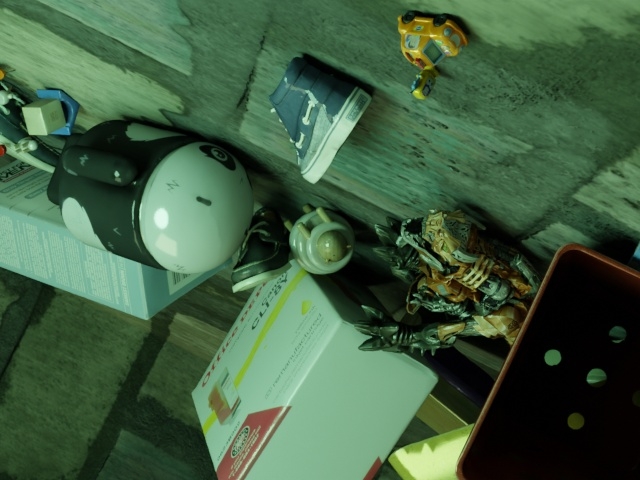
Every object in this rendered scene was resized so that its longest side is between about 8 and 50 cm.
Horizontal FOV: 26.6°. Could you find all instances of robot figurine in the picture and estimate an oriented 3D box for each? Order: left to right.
[{"bbox_3d":[-0.213,-0.060,1.703,0.278,0.209,0.174,16,121,36],"label":"robot figurine"}]

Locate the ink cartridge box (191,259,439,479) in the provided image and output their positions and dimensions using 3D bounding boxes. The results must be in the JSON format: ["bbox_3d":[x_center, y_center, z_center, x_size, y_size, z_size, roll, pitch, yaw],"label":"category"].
[{"bbox_3d":[-0.025,0.197,1.840,0.160,0.279,0.385,30,-174,-17],"label":"ink cartridge box"}]

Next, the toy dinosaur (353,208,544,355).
[{"bbox_3d":[0.167,0.068,1.571,0.218,0.164,0.322,-4,130,32],"label":"toy dinosaur"}]

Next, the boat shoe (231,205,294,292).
[{"bbox_3d":[-0.081,0.012,1.752,0.233,0.084,0.079,-63,-50,-75],"label":"boat shoe"}]

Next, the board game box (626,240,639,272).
[{"bbox_3d":[0.351,0.026,1.330,0.090,0.020,0.090,24,167,10],"label":"board game box"}]

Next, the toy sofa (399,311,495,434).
[{"bbox_3d":[0.239,0.254,1.963,0.362,0.177,0.150,38,155,7],"label":"toy sofa"}]

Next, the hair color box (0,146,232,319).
[{"bbox_3d":[-0.330,-0.020,1.954,0.374,0.185,0.114,17,124,33],"label":"hair color box"}]

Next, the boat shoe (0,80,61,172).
[{"bbox_3d":[-0.454,-0.179,1.864,0.254,0.079,0.095,33,167,-20],"label":"boat shoe"}]

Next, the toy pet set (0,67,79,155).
[{"bbox_3d":[-0.383,-0.178,1.792,0.114,0.065,0.122,5,117,34],"label":"toy pet set"}]

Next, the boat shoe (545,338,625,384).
[{"bbox_3d":[0.350,0.159,1.690,0.227,0.081,0.068,5,151,49],"label":"boat shoe"}]

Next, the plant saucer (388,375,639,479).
[{"bbox_3d":[0.303,0.326,1.711,0.332,0.081,0.333,-23,136,20],"label":"plant saucer"}]

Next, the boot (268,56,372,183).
[{"bbox_3d":[-0.011,-0.122,1.349,0.086,0.069,0.190,33,158,-1],"label":"boot"}]

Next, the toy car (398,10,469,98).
[{"bbox_3d":[0.095,-0.143,1.116,0.060,0.040,0.122,20,165,22],"label":"toy car"}]

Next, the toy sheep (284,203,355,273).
[{"bbox_3d":[0.000,0.000,1.725,0.091,0.091,0.132,29,179,-16],"label":"toy sheep"}]

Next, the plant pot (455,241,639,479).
[{"bbox_3d":[0.312,0.166,1.446,0.267,0.267,0.236,25,-175,2],"label":"plant pot"}]
